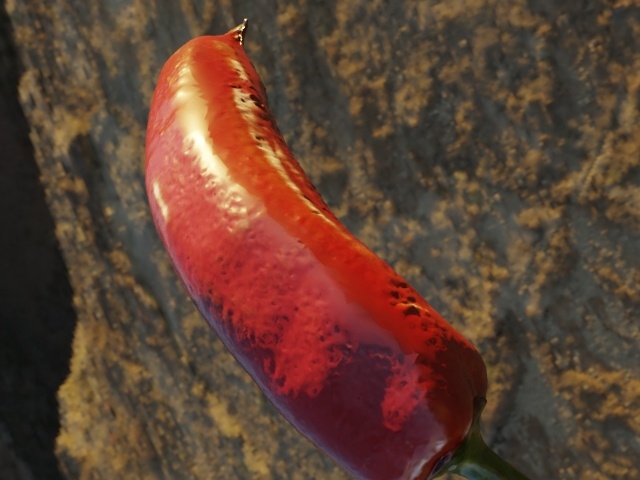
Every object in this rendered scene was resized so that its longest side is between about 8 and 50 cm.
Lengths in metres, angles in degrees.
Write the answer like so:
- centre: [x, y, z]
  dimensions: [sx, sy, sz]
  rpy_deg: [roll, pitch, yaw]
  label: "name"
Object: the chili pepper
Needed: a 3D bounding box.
- centre: [-0.008, -0.003, 0.532]
  dimensions: [0.368, 0.137, 0.092]
  rpy_deg: [57, 138, 29]
  label: "chili pepper"
